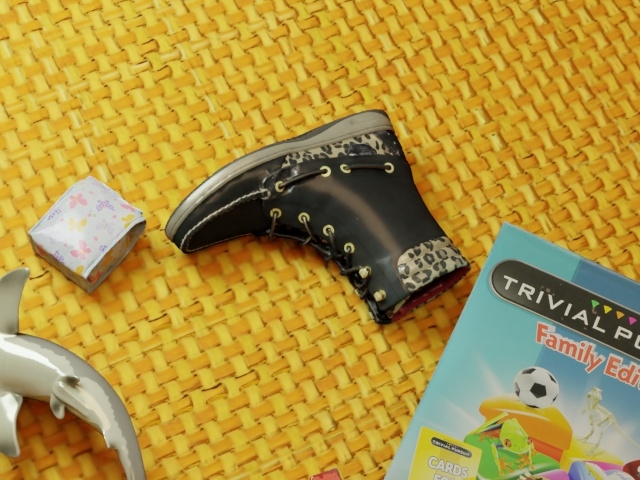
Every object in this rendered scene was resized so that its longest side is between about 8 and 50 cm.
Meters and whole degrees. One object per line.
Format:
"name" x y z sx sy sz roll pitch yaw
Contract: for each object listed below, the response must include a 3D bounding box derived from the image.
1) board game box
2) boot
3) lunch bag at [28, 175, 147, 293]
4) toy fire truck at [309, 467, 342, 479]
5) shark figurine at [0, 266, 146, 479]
"board game box" 0.197 0.180 1.429 0.253 0.079 0.336 24 61 5
"boot" 0.001 -0.001 1.546 0.236 0.085 0.179 -25 72 -21
"lunch bag" -0.202 -0.007 1.534 0.071 0.053 0.083 36 73 12
"toy fire truck" 0.073 0.273 1.436 0.135 0.047 0.192 -12 66 -15
"shark figurine" -0.204 0.133 1.439 0.278 0.116 0.166 32 96 16
